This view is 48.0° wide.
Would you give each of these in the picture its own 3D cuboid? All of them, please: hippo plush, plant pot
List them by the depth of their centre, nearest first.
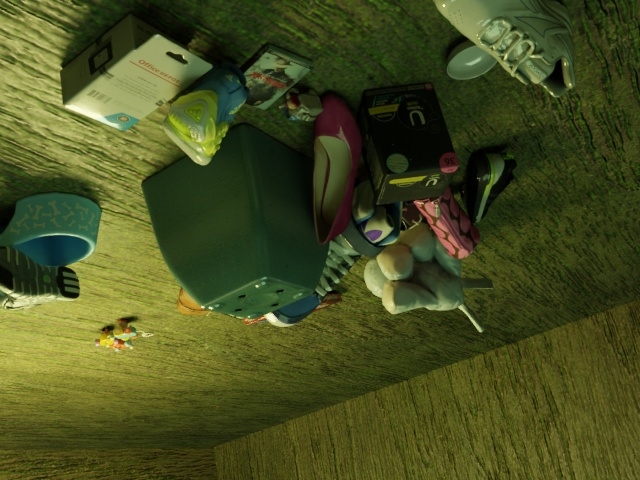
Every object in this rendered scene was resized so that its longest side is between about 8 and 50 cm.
[{"bbox_3d":[-0.130,-0.006,1.255,0.247,0.252,0.248,-25,154,27],"label":"plant pot"},{"bbox_3d":[0.239,0.068,1.754,0.295,0.234,0.236,12,180,-19],"label":"hippo plush"}]

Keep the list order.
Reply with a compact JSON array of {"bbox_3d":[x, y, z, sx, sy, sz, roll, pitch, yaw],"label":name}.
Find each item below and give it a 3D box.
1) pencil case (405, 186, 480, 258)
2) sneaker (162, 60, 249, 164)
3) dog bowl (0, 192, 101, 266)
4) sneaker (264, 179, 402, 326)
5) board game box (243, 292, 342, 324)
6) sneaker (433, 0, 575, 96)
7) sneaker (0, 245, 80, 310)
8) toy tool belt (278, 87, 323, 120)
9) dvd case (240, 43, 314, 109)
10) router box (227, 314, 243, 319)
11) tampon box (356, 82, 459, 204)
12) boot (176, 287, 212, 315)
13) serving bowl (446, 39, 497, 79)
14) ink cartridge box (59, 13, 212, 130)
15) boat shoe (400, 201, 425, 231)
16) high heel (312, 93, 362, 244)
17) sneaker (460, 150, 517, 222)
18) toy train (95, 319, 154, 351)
[{"bbox_3d":[0.256,-0.048,1.471,0.095,0.098,0.209,-40,128,4],"label":"pencil case"},{"bbox_3d":[-0.154,-0.184,1.036,0.126,0.091,0.240,-47,-168,-9],"label":"sneaker"},{"bbox_3d":[-0.534,0.007,1.293,0.298,0.074,0.166,-19,156,13],"label":"dog bowl"},{"bbox_3d":[0.032,0.012,1.330,0.130,0.322,0.236,43,153,-15],"label":"sneaker"},{"bbox_3d":[-0.068,0.182,1.921,0.145,0.027,0.281,-26,167,26],"label":"board game box"},{"bbox_3d":[0.270,-0.288,0.983,0.297,0.129,0.111,9,150,-39],"label":"sneaker"},{"bbox_3d":[-0.545,0.082,1.262,0.132,0.086,0.229,-18,157,18],"label":"sneaker"},{"bbox_3d":[-0.037,-0.203,1.104,0.051,0.052,0.083,-22,176,34],"label":"toy tool belt"},{"bbox_3d":[-0.080,-0.238,1.055,0.087,0.013,0.119,10,147,-43],"label":"dvd case"},{"bbox_3d":[-0.168,0.145,1.838,0.179,0.046,0.133,-22,155,19],"label":"router box"},{"bbox_3d":[0.136,-0.157,1.168,0.121,0.160,0.101,-9,156,-11],"label":"tampon box"},{"bbox_3d":[-0.194,0.118,1.694,0.284,0.108,0.220,-10,163,-26],"label":"boot"},{"bbox_3d":[0.231,-0.283,1.099,0.084,0.027,0.083,-11,157,-5],"label":"serving bowl"},{"bbox_3d":[-0.241,-0.224,0.939,0.180,0.060,0.104,-26,153,28],"label":"ink cartridge box"},{"bbox_3d":[0.182,-0.054,1.536,0.233,0.079,0.084,-8,155,-15],"label":"boat shoe"},{"bbox_3d":[0.013,-0.112,1.178,0.082,0.117,0.244,15,136,17],"label":"high heel"},{"bbox_3d":[0.356,-0.109,1.494,0.097,0.084,0.234,-14,157,-4],"label":"sneaker"},{"bbox_3d":[-0.519,0.247,1.890,0.166,0.046,0.125,-28,154,38],"label":"toy train"}]
